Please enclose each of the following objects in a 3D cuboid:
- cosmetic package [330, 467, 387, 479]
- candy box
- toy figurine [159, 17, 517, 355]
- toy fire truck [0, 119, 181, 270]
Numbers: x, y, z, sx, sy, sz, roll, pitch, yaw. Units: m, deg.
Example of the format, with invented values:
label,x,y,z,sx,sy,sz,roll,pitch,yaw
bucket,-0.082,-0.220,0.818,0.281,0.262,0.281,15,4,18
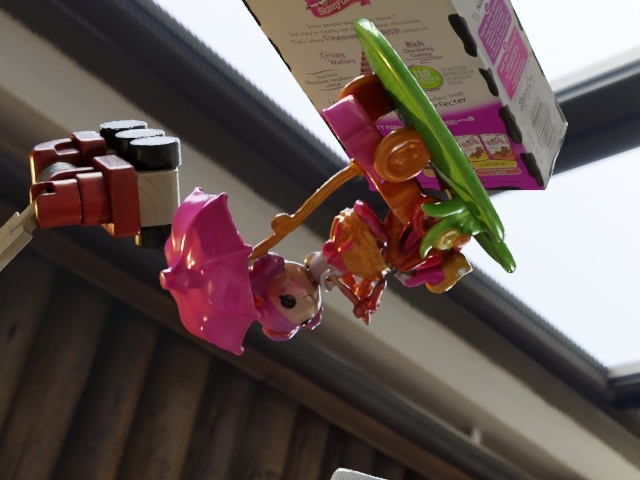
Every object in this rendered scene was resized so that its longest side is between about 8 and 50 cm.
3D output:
label,x,y,z,sx,sy,sz,roll,pitch,yaw
cosmetic package,0.046,0.351,0.647,0.366,0.196,0.155,-66,-29,-31
candy box,0.063,-0.133,0.776,0.233,0.159,0.071,52,-129,-43
toy figurine,0.000,0.000,0.549,0.173,0.159,0.130,52,-173,-47
toy fire truck,-0.292,-0.036,1.211,0.246,0.217,0.159,-8,-73,-23
